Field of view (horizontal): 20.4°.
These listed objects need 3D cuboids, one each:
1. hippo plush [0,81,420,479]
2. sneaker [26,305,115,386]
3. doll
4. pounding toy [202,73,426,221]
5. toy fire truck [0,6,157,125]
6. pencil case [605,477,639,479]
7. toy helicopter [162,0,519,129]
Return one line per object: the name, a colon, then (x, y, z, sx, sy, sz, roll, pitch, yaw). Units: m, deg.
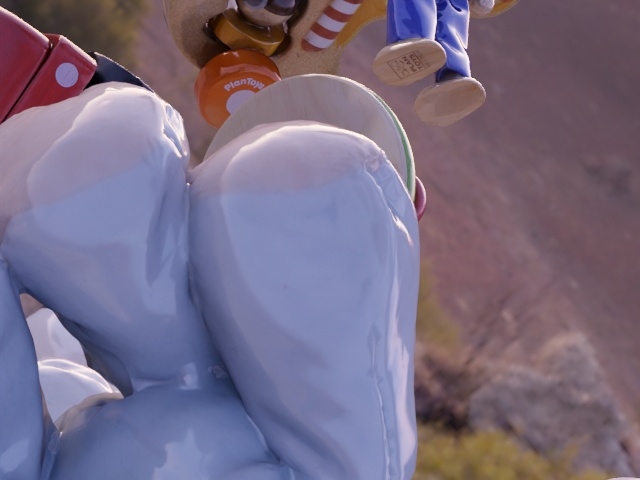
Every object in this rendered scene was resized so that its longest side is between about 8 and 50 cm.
hippo plush: (-0.049, 0.084, 0.652, 0.294, 0.234, 0.236, 20, -11, -4)
sneaker: (-0.217, 0.147, 0.944, 0.145, 0.270, 0.090, 0, 41, -45)
doll: (0.056, -0.158, 1.007, 0.129, 0.046, 0.189, 40, 35, -36)
pounding toy: (0.000, 0.000, 1.359, 0.183, 0.237, 0.110, 16, -4, 33)
toy fire truck: (-0.240, -0.129, 1.103, 0.246, 0.158, 0.217, 38, -11, -28)
pencil case: (0.052, 0.192, 0.644, 0.273, 0.124, 0.113, -29, 107, -33)
toy helicopter: (0.028, -0.247, 1.667, 0.355, 0.235, 0.140, -9, 46, -13)
